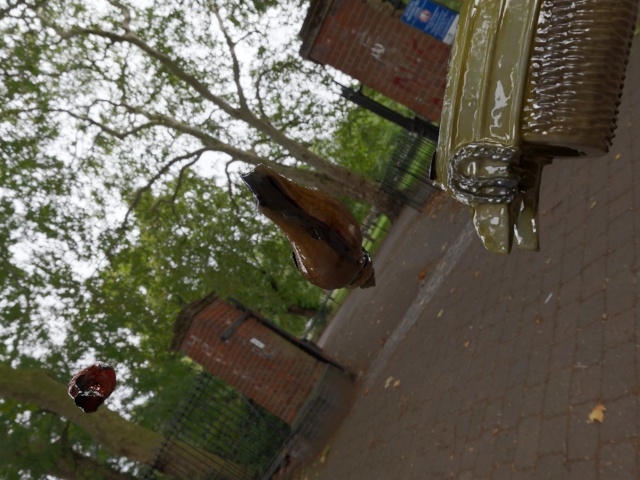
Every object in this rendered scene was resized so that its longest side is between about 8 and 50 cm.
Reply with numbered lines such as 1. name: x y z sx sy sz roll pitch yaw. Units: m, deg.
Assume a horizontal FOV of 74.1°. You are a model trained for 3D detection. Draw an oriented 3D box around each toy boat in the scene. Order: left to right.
1. toy boat: 0.167 -0.142 0.320 0.090 0.115 0.309 5 -82 -45

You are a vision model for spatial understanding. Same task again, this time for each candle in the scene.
1. candle: -0.310 0.196 0.585 0.051 0.048 0.329 -37 3 -32

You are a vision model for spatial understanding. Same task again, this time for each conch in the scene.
1. conch: 0.005 0.003 0.471 0.086 0.080 0.232 -31 -38 -1
